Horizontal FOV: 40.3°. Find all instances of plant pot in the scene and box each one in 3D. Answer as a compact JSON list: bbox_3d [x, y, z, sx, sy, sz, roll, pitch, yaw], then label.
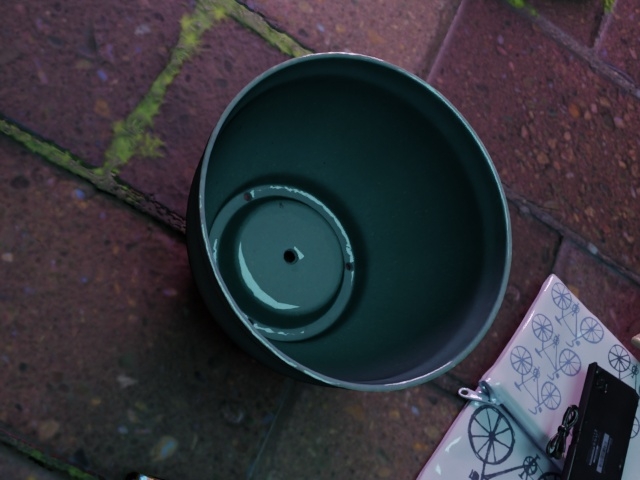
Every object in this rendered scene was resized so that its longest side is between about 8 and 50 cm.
[{"bbox_3d":[0.000,0.000,0.812,0.293,0.196,0.293,6,74,-24],"label":"plant pot"}]

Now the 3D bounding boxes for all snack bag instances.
[{"bbox_3d":[0.279,0.262,0.963,0.323,0.037,0.342,46,63,-8],"label":"snack bag"}]

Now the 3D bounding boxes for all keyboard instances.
[{"bbox_3d":[0.288,0.223,0.945,0.108,0.023,0.180,32,64,-22],"label":"keyboard"}]

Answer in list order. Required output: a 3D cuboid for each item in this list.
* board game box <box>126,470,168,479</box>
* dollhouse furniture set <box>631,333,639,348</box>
[{"bbox_3d":[-0.121,0.303,0.758,0.141,0.048,0.170,22,69,-20],"label":"board game box"},{"bbox_3d":[0.500,0.133,0.970,0.135,0.259,0.262,-7,122,-46],"label":"dollhouse furniture set"}]
